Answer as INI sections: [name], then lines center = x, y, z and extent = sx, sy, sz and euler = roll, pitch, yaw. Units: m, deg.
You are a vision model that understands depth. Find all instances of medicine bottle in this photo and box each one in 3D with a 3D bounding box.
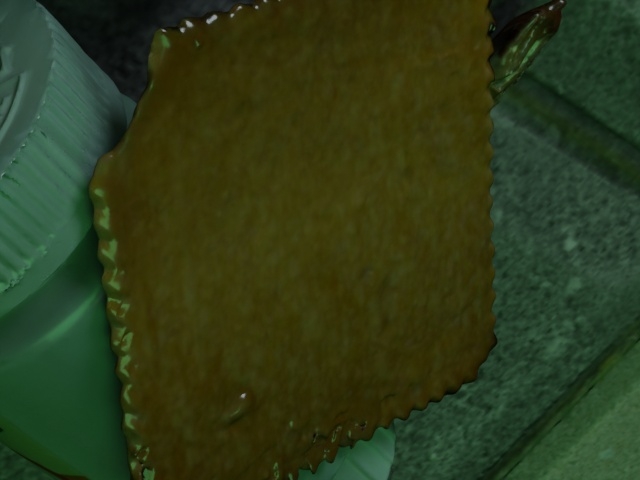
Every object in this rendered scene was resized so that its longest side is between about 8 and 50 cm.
[medicine bottle]
center = -0.094, 0.040, 0.681
extent = 0.158, 0.158, 0.318
euler = -36, 133, 6

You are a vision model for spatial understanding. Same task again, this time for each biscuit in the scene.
[biscuit]
center = 0.000, 0.000, 0.633
extent = 0.232, 0.013, 0.237
euler = -24, 121, -36

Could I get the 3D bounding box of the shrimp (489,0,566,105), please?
[shrimp]
center = 0.060, -0.112, 0.710
extent = 0.187, 0.051, 0.132
euler = -34, 146, 14
